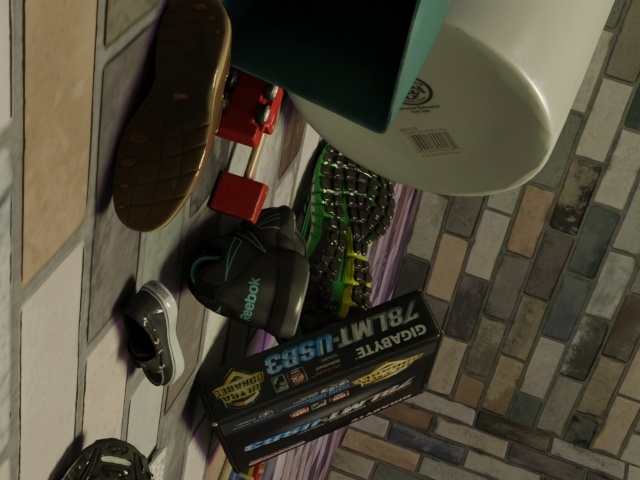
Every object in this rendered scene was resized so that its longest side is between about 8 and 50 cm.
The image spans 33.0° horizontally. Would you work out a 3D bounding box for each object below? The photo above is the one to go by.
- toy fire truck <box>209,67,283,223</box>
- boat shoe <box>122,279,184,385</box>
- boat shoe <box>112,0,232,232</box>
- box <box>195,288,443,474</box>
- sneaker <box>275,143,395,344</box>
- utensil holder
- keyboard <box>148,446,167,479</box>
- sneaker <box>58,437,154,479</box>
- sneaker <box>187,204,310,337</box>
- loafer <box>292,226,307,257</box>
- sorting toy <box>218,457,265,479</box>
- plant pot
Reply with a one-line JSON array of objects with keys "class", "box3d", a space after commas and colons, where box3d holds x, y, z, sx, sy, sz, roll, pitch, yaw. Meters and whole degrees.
[{"class": "toy fire truck", "box3d": [-0.059, -0.123, 1.039, 0.135, 0.047, 0.192, 72, 37, -76]}, {"class": "boat shoe", "box3d": [-0.151, 0.089, 0.947, 0.040, 0.049, 0.142, -43, 155, -32]}, {"class": "boat shoe", "box3d": [-0.101, -0.089, 0.799, 0.060, 0.064, 0.177, 25, 82, -79]}, {"class": "box", "box3d": [0.001, 0.189, 1.393, 0.293, 0.296, 0.073, 88, -21, -66]}, {"class": "sneaker", "box3d": [0.000, 0.000, 1.516, 0.146, 0.134, 0.343, -24, -138, 49]}, {"class": "utensil holder", "box3d": [0.165, -0.291, 1.193, 0.327, 0.328, 0.385, 93, 21, -61]}, {"class": "keyboard", "box3d": [-0.204, 0.340, 1.227, 0.072, 0.014, 0.256, -60, 166, -51]}, {"class": "sneaker", "box3d": [-0.210, 0.298, 0.910, 0.108, 0.100, 0.271, 5, -98, 65]}, {"class": "sneaker", "box3d": [-0.077, 0.016, 1.093, 0.267, 0.106, 0.101, -121, -138, -75]}, {"class": "loafer", "box3d": [-0.055, 0.032, 1.348, 0.170, 0.062, 0.061, 93, 22, -58]}, {"class": "sorting toy", "box3d": [-0.109, 0.337, 1.689, 0.274, 0.046, 0.132, 69, 40, -77]}, {"class": "plant pot", "box3d": [0.043, -0.250, 0.909, 0.234, 0.166, 0.165, -57, 168, -34]}]
